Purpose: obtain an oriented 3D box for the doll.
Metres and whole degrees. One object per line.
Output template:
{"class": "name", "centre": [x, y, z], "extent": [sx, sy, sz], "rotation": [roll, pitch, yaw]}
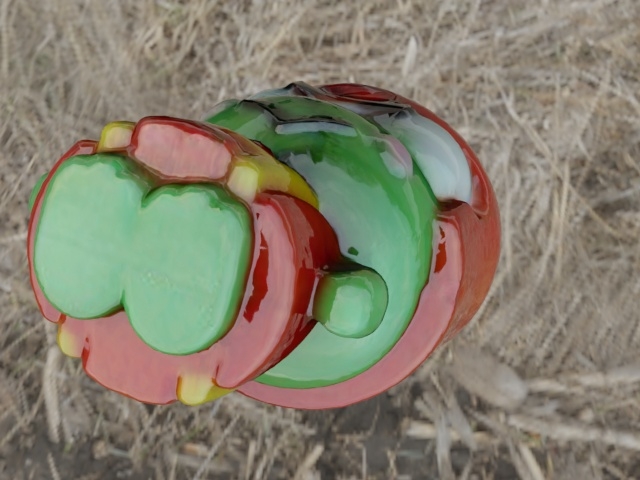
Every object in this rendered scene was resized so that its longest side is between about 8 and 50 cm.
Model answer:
{"class": "doll", "centre": [0.000, -0.001, 0.686], "extent": [0.182, 0.363, 0.160], "rotation": [11, 106, 25]}
